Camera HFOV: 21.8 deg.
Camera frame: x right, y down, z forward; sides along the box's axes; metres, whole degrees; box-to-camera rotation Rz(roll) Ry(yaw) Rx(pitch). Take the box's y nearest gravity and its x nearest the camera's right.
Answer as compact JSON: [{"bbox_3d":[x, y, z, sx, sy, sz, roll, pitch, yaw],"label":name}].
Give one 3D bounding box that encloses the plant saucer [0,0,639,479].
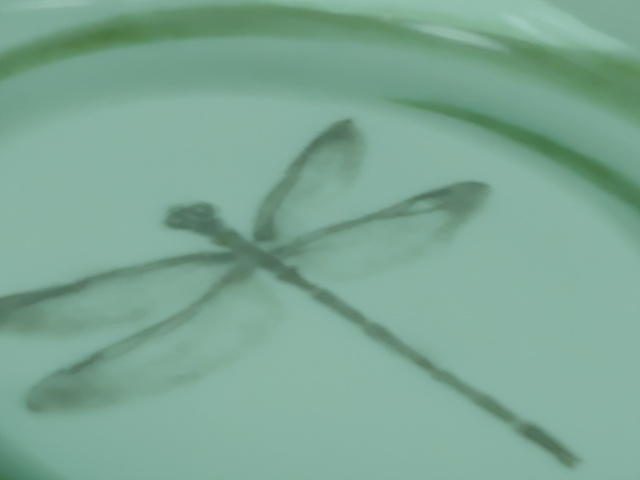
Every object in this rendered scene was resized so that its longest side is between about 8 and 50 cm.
[{"bbox_3d":[0.000,0.000,0.395,0.400,0.100,0.400,7,33,-5],"label":"plant saucer"}]
